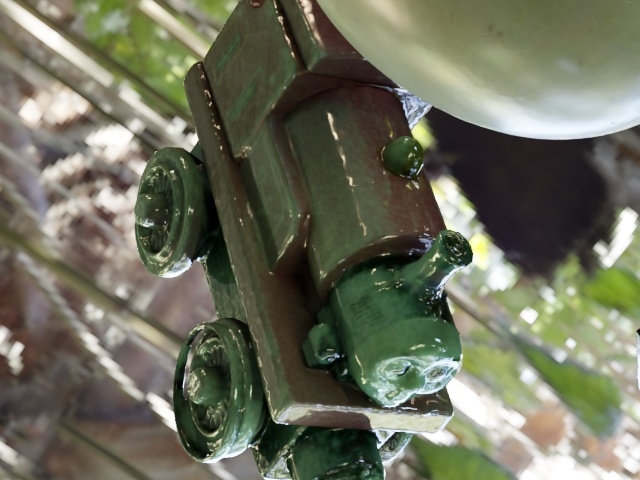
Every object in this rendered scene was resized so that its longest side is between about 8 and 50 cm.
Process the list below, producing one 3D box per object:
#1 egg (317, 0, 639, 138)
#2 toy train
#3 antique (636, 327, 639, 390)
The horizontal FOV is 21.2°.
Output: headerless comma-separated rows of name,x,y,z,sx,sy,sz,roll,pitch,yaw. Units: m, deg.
egg,0.083,-0.148,0.756,0.188,0.188,0.253,-45,-129,21
toy train,0.000,0.000,1.017,0.221,0.150,0.304,-52,-136,41
antique,0.288,0.100,1.475,0.031,0.015,0.192,-37,159,-3
